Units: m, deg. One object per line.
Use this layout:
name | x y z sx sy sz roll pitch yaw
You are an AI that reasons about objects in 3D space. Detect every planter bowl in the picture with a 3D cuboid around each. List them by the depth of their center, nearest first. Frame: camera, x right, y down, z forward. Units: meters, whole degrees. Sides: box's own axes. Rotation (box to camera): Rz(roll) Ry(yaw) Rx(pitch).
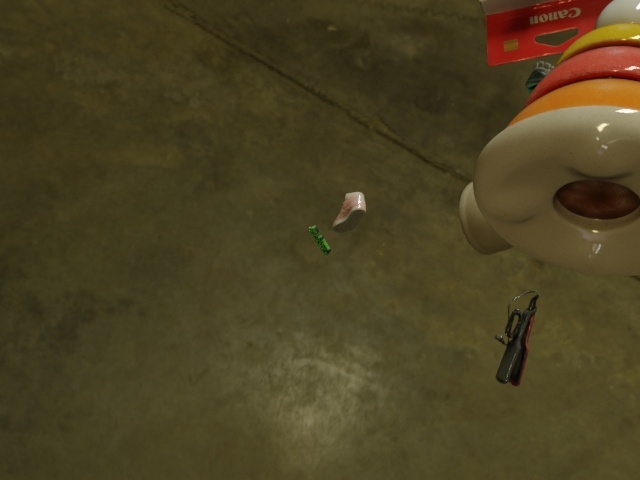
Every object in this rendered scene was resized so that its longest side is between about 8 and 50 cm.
planter bowl | 0.381 -0.057 1.377 0.162 0.109 0.162 8 77 -37

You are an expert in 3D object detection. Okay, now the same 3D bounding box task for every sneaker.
sneaker | 0.537 -0.340 1.498 0.166 0.065 0.076 34 83 39
sneaker | 0.073 -0.073 1.666 0.051 0.134 0.070 13 58 -23

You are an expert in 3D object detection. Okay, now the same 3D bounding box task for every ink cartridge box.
ink cartridge box | 0.485 -0.520 1.391 0.296 0.066 0.261 -6 72 24

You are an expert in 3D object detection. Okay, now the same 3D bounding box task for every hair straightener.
hair straightener | 0.448 0.222 1.527 0.089 0.230 0.047 12 10 -28

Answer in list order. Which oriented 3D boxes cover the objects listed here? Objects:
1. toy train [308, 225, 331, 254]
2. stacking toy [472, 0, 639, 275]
toy train | 0.000 0.000 1.591 0.083 0.024 0.017 56 40 -19
stacking toy | 0.451 -0.218 1.025 0.350 0.350 0.480 19 62 4
